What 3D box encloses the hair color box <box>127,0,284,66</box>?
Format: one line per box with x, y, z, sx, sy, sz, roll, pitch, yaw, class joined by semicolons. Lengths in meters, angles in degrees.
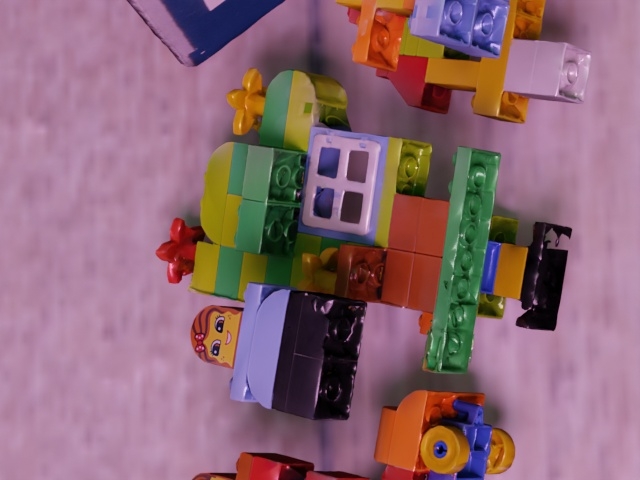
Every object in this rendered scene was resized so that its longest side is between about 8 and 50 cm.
-0.117;-0.226;0.573;0.105;0.174;0.347;-38;80;-2;hair color box

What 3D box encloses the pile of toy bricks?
0.000;0.000;0.572;0.105;0.118;0.212;10;90;38;pile of toy bricks
